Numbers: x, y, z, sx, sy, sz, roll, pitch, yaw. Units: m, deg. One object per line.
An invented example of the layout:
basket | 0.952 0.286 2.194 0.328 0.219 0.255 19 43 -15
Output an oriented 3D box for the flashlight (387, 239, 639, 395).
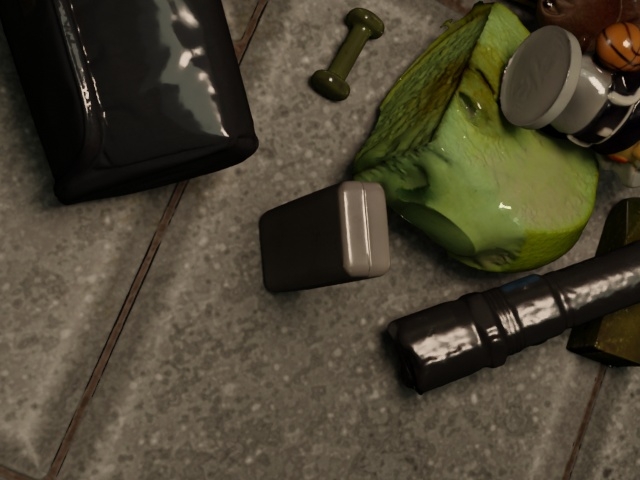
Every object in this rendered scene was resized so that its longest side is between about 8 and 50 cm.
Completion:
flashlight | 0.291 0.074 1.394 0.424 0.103 0.103 -19 91 -6

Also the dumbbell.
dumbbell | 0.034 -0.230 1.415 0.052 0.046 0.118 33 75 -19

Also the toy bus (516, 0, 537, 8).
toy bus | 0.245 -0.376 1.464 0.336 0.123 0.121 15 79 -17

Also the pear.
pear | 0.205 -0.093 1.393 0.282 0.176 0.286 38 56 -18

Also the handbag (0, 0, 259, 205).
handbag | -0.233 -0.197 1.205 0.275 0.178 0.301 -16 90 11

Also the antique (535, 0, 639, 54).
antique | 0.339 -0.256 1.426 0.143 0.257 0.121 -5 75 18

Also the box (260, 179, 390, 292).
box | 0.000 0.000 1.272 0.055 0.244 0.103 -3 85 -23

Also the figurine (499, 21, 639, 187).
figurine | 0.341 -0.160 1.304 0.236 0.176 0.133 18 51 -28

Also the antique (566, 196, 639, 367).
antique | 0.400 0.051 1.493 0.081 0.080 0.220 22 78 -14
